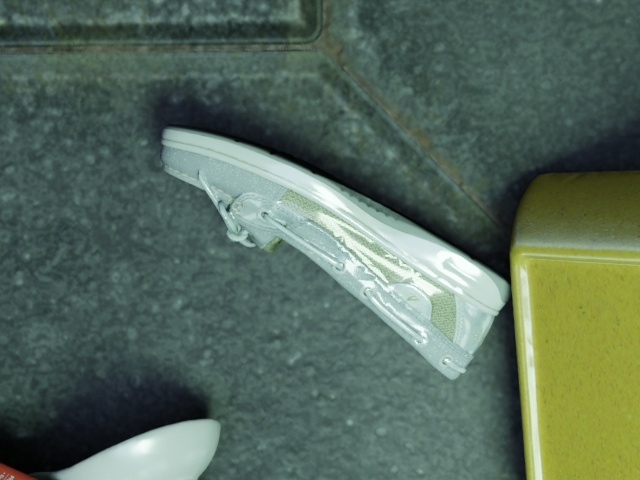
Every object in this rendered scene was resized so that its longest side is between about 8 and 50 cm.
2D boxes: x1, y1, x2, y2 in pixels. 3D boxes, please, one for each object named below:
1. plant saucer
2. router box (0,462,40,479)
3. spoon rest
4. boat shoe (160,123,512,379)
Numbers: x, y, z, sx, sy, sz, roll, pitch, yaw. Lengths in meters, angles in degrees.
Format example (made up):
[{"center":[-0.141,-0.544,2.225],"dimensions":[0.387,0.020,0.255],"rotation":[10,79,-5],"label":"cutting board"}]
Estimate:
[{"center":[0.252,0.117,0.832],"dimensions":[0.081,0.332,0.333],"rotation":[-9,96,-33],"label":"plant saucer"},{"center":[-0.319,0.336,0.991],"dimensions":[0.301,0.082,0.336],"rotation":[23,120,5],"label":"router box"},{"center":[-0.204,0.220,1.008],"dimensions":[0.276,0.137,0.084],"rotation":[-36,70,22],"label":"spoon rest"},{"center":[0.001,0.000,0.953],"dimensions":[0.320,0.118,0.103],"rotation":[28,95,-2],"label":"boat shoe"}]
